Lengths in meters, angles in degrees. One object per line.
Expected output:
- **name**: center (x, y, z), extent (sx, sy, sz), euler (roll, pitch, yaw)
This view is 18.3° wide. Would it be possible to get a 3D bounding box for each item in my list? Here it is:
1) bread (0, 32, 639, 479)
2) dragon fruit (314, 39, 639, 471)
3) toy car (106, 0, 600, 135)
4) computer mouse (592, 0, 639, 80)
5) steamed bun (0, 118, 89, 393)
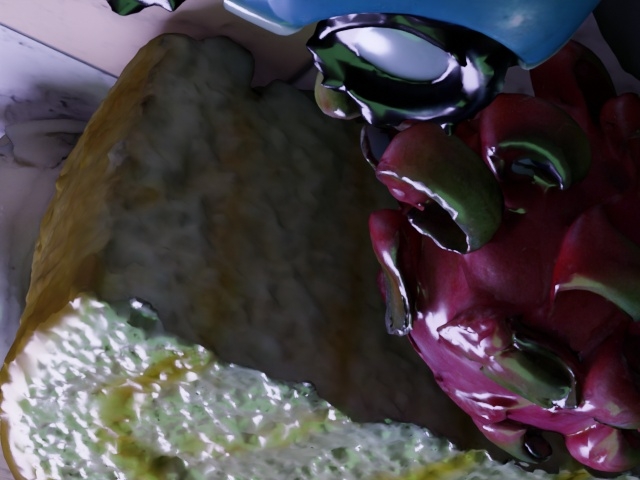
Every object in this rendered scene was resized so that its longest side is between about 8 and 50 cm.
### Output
- **bread**: center (-0.005, 0.086, 1.228), extent (0.395, 0.239, 0.264), euler (24, 132, -18)
- **dragon fruit**: center (0.120, -0.001, 1.015), extent (0.198, 0.218, 0.272), euler (-10, 147, 8)
- **toy car**: center (0.016, -0.174, 0.734), extent (0.255, 0.188, 0.190), euler (25, 150, -8)
- **computer mouse**: center (0.243, -0.073, 0.886), extent (0.264, 0.088, 0.147), euler (11, 137, 11)
- **steamed bun**: center (-0.219, 0.010, 1.384), extent (0.144, 0.218, 0.211), euler (14, 132, 15)
